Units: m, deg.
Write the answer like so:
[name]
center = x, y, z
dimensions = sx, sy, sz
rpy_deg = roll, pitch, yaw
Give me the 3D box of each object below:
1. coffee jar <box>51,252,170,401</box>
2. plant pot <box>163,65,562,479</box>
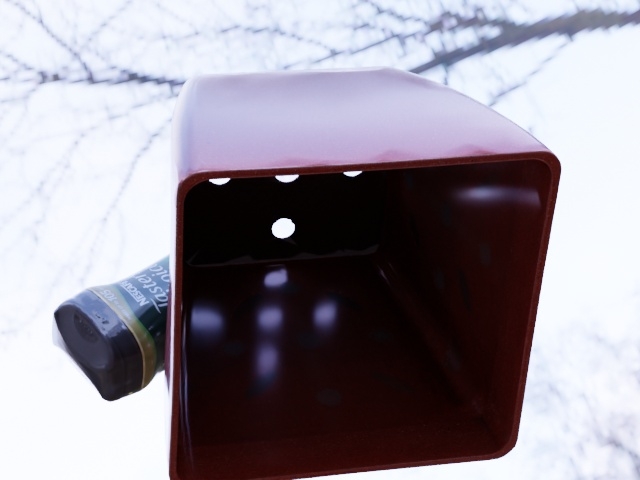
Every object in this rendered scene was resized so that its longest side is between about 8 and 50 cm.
[coffee jar]
center = -0.131, 0.062, 1.466
dimensions = 0.184, 0.096, 0.079
rpy_deg = -27, -36, -32
[plant pot]
center = 0.000, 0.000, 1.312
dimensions = 0.267, 0.236, 0.267
rpy_deg = -4, -57, -14
